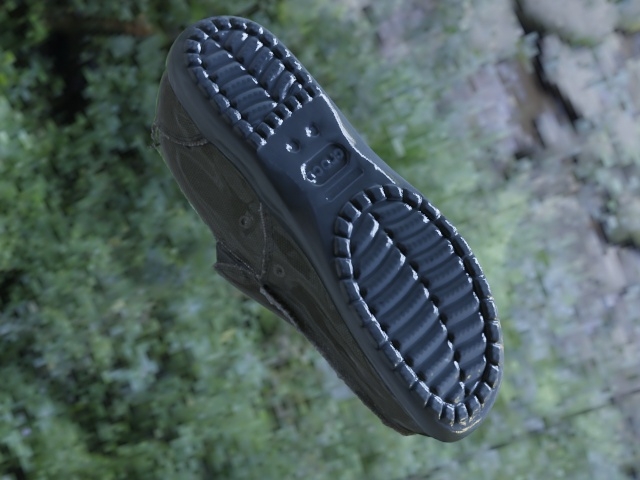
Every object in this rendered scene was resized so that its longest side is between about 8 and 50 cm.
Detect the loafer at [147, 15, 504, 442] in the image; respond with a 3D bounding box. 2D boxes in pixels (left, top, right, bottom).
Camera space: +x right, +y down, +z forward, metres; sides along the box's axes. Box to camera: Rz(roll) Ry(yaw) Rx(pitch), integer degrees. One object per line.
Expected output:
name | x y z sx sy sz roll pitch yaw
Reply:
loafer | 0.000 0.000 0.975 0.094 0.087 0.251 -31 84 -38
